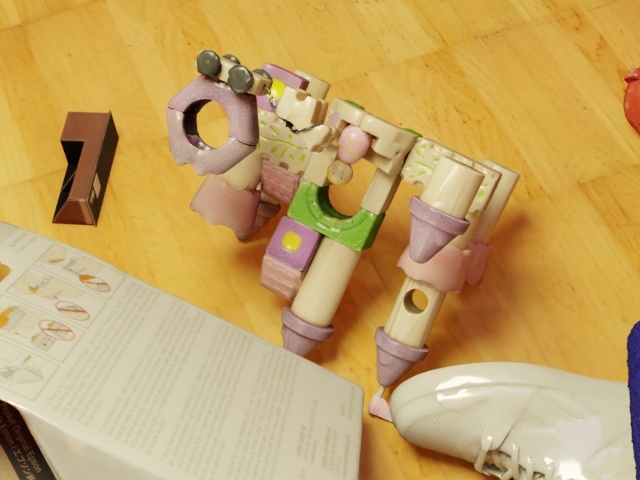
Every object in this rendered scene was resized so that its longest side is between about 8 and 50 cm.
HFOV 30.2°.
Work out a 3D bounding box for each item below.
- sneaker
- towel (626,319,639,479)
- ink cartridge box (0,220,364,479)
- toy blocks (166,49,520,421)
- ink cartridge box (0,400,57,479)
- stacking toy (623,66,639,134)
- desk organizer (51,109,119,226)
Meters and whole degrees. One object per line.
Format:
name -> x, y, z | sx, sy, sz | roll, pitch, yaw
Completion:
sneaker -> 0.204, 0.207, 1.040 | 0.293, 0.108, 0.169 | 4, 51, 3
towel -> 0.354, 0.225, 0.972 | 0.228, 0.076, 0.308 | 24, 51, -28
ink cartridge box -> -0.154, 0.131, 0.947 | 0.385, 0.091, 0.308 | 24, 16, -3
toy blocks -> 0.000, 0.000, 1.116 | 0.289, 0.309, 0.260 | 27, 101, 11
ink cartridge box -> -0.247, 0.205, 0.972 | 0.088, 0.234, 0.193 | -30, 59, -17
stacking toy -> 0.351, -0.132, 1.192 | 0.130, 0.309, 0.279 | 14, 65, 21
desk organizer -> -0.262, -0.081, 1.303 | 0.050, 0.047, 0.130 | 2, 53, 6
